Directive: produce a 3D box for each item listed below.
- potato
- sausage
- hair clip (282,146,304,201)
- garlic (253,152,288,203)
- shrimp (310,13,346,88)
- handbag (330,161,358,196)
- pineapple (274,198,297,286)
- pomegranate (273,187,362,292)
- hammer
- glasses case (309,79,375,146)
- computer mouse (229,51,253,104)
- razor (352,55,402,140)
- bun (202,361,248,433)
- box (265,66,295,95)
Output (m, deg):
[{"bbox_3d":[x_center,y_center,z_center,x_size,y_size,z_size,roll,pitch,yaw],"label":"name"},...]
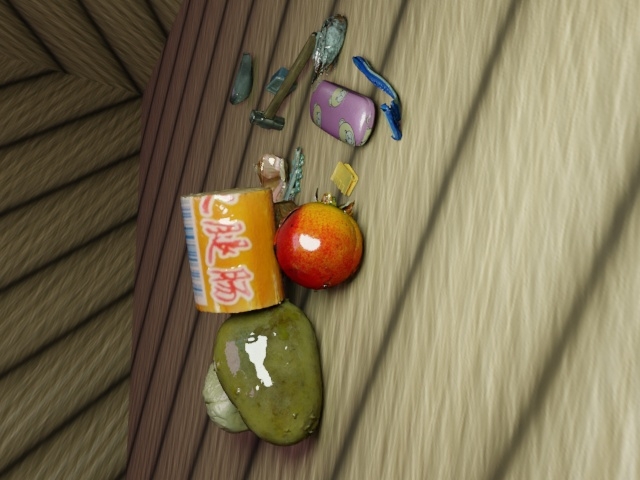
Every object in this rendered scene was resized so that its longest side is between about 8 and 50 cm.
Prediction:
[{"bbox_3d":[-0.130,0.323,1.406,0.219,0.269,0.360,84,174,-64],"label":"potato"},{"bbox_3d":[-0.215,0.016,1.410,0.233,0.232,0.288,3,100,60],"label":"sausage"},{"bbox_3d":[-0.078,-0.190,1.691,0.049,0.049,0.173,1,77,60],"label":"hair clip"},{"bbox_3d":[-0.141,-0.189,1.741,0.124,0.098,0.175,46,-140,-74],"label":"garlic"},{"bbox_3d":[0.013,-0.528,1.587,0.079,0.090,0.233,12,77,41],"label":"shrimp"},{"bbox_3d":[0.061,-0.157,1.455,0.061,0.027,0.083,-62,35,26],"label":"handbag"},{"bbox_3d":[-0.147,0.069,1.618,0.202,0.201,0.363,3,98,60],"label":"pineapple"},{"bbox_3d":[0.000,0.000,1.342,0.210,0.210,0.235,0,64,60],"label":"pomegranate"},{"bbox_3d":[-0.095,-0.478,1.741,0.365,0.111,0.044,-49,41,42],"label":"hammer"},{"bbox_3d":[0.050,-0.333,1.478,0.316,0.075,0.123,47,127,55],"label":"glasses case"},{"bbox_3d":[-0.287,-0.611,2.164,0.113,0.068,0.229,146,139,-68],"label":"computer mouse"},{"bbox_3d":[0.140,-0.368,1.370,0.056,0.093,0.324,-25,44,7],"label":"razor"},{"bbox_3d":[-0.239,0.414,1.574,0.153,0.244,0.244,-24,52,11],"label":"bun"},{"bbox_3d":[-0.124,-0.513,1.850,0.099,0.074,0.054,-20,50,57],"label":"box"}]
